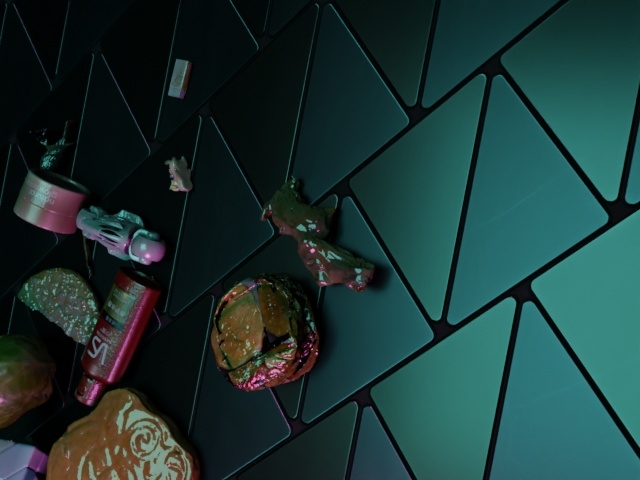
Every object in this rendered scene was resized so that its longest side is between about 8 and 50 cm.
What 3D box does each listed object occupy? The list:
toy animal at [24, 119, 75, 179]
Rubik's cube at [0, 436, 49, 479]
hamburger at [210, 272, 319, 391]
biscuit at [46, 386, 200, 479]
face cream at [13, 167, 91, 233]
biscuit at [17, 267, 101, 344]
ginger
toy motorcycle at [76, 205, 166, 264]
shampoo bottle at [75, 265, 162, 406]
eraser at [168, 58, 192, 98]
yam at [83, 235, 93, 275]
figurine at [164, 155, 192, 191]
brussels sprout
[{"bbox_3d":[-0.661,-0.200,1.741,0.105,0.070,0.203,8,85,11],"label":"toy animal"},{"bbox_3d":[-0.715,0.552,1.613,0.265,0.213,0.225,12,62,5],"label":"Rubik's cube"},{"bbox_3d":[-0.110,0.176,1.373,0.230,0.106,0.231,-4,82,33],"label":"hamburger"},{"bbox_3d":[-0.422,0.534,1.504,0.365,0.062,0.385,-44,70,8],"label":"biscuit"},{"bbox_3d":[-0.626,-0.093,1.661,0.149,0.149,0.104,29,99,28],"label":"face cream"},{"bbox_3d":[-0.606,0.139,1.692,0.289,0.038,0.141,27,98,27],"label":"biscuit"},{"bbox_3d":[-0.001,-0.001,1.352,0.122,0.084,0.290,-40,62,-3],"label":"ginger"},{"bbox_3d":[-0.457,-0.015,1.583,0.254,0.112,0.113,22,96,28],"label":"toy motorcycle"},{"bbox_3d":[-0.457,0.217,1.578,0.118,0.076,0.314,30,100,23],"label":"shampoo bottle"},{"bbox_3d":[-0.314,-0.361,1.586,0.038,0.019,0.083,16,93,28],"label":"eraser"},{"bbox_3d":[-0.553,0.032,1.686,0.014,0.014,0.107,-17,77,27],"label":"yam"},{"bbox_3d":[-0.313,-0.142,1.555,0.050,0.047,0.083,-19,83,42],"label":"figurine"},{"bbox_3d":[-0.725,0.318,1.630,0.243,0.244,0.244,-3,84,29],"label":"brussels sprout"}]
